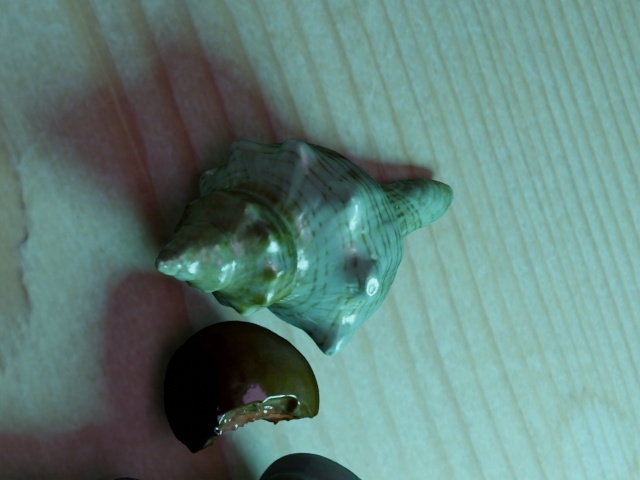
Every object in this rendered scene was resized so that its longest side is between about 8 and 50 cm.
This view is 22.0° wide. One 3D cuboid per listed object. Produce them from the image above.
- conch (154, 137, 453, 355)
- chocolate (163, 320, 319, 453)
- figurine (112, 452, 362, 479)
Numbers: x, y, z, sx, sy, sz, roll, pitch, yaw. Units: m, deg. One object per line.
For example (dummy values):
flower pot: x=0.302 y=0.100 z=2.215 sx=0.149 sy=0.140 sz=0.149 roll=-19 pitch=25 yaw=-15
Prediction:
conch: x=0.007 y=0.003 z=1.519 sx=0.386 sy=0.169 sz=0.203 roll=-4 pitch=103 yaw=-33
chocolate: x=-0.067 y=0.139 z=1.520 sx=0.133 sy=0.124 sz=0.127 roll=7 pitch=100 yaw=-49
figurine: x=-0.089 y=0.273 z=1.462 sx=0.382 sy=0.224 sz=0.205 roll=20 pitch=79 yaw=-33
